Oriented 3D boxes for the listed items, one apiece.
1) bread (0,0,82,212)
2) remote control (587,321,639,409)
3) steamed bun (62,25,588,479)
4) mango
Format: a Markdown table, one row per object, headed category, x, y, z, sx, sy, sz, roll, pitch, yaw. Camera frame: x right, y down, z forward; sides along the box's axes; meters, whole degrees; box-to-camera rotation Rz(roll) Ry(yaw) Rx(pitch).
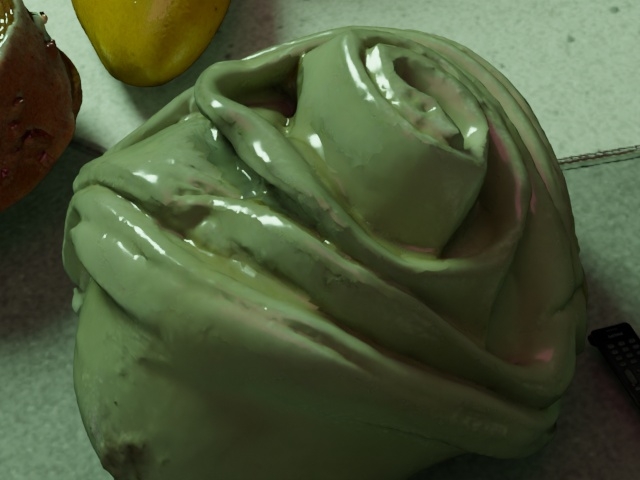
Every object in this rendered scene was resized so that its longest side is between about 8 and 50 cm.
| category | x | y | z | sx | sy | sz | roll | pitch | yaw |
| --- | --- | --- | --- | --- | --- | --- | --- | --- | --- |
| bread | -0.282 | -0.095 | 1.075 | 0.211 | 0.142 | 0.224 | -9 | 51 | 19 |
| remote control | 0.204 | 0.091 | 0.933 | 0.034 | 0.016 | 0.091 | -11 | 50 | -22 |
| steamed bun | -0.003 | -0.007 | 0.899 | 0.324 | 0.219 | 0.310 | -13 | 48 | -10 |
| mango | -0.133 | -0.203 | 1.154 | 0.141 | 0.102 | 0.217 | -11 | 49 | 7 |
